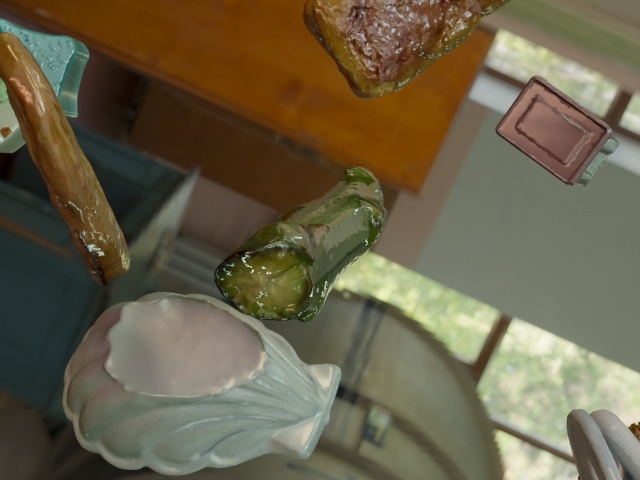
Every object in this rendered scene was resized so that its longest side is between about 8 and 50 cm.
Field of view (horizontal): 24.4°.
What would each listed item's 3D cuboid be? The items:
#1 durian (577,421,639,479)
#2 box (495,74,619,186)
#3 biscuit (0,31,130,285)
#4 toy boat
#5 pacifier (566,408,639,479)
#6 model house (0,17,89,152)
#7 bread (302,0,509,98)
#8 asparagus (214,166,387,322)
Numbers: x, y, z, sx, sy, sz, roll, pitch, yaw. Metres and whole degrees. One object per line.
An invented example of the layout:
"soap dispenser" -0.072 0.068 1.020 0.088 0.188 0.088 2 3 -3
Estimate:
"durian" 0.357 0.306 1.449 0.258 0.258 0.293 -63 171 -74
"box" 0.200 -0.086 1.229 0.060 0.085 0.063 -54 155 7
"biscuit" -0.215 -0.051 1.272 0.045 0.154 0.299 -26 161 -8
"toy boat" -0.130 0.127 1.439 0.100 0.290 0.199 71 34 -54
"pacifier" 0.176 0.253 1.066 0.238 0.226 0.287 -111 -176 -51
"model house" -0.339 -0.186 1.701 0.149 0.127 0.100 -32 180 3
"bread" 0.115 -0.264 1.472 0.271 0.139 0.077 -36 -166 -8
"asparagus" 0.001 -0.001 1.293 0.082 0.085 0.343 -62 169 20
